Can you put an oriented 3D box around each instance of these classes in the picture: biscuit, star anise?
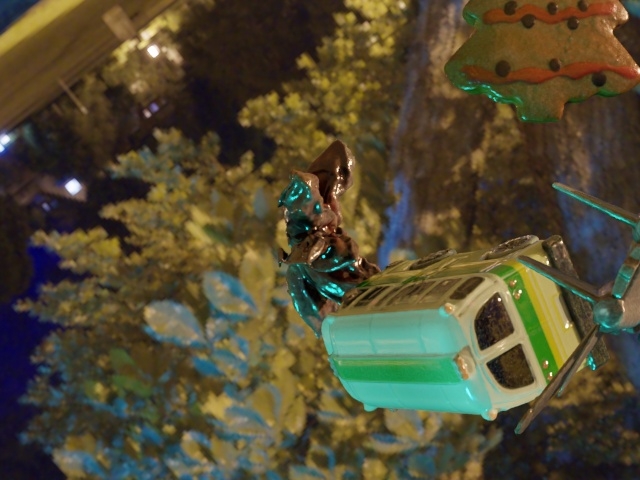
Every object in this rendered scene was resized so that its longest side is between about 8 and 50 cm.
[{"bbox_3d":[0.136,-0.136,0.645,0.119,0.130,0.019,1,177,2],"label":"biscuit"},{"bbox_3d":[0.001,0.005,1.354,0.129,0.283,0.212,-8,-127,-10],"label":"star anise"}]

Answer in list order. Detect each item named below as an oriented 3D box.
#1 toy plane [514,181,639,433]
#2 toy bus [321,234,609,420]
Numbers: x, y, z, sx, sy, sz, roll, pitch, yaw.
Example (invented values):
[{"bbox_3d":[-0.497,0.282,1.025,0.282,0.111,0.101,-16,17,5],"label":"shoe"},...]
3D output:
[{"bbox_3d":[0.207,0.018,0.625,0.267,0.088,0.212,8,111,-58],"label":"toy plane"},{"bbox_3d":[0.119,0.089,1.026,0.164,0.134,0.276,-26,-174,-30],"label":"toy bus"}]
